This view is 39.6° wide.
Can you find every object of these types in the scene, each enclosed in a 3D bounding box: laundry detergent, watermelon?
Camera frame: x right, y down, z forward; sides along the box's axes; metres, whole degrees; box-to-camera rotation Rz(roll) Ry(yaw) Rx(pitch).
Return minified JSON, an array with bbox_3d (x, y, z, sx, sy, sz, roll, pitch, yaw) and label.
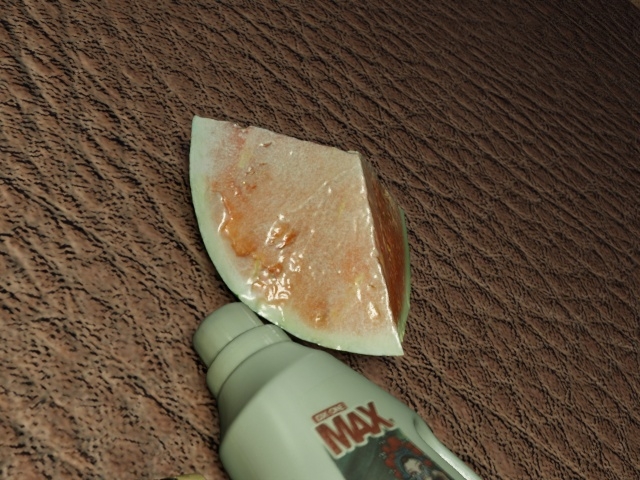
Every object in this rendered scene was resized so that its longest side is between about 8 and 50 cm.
[{"bbox_3d":[0.036,0.207,0.744,0.264,0.125,0.398,-3,41,-49],"label":"laundry detergent"},{"bbox_3d":[0.000,0.000,0.905,0.255,0.176,0.260,5,73,-25],"label":"watermelon"}]

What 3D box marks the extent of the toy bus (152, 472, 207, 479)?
[{"bbox_3d":[-0.110,0.296,0.520,0.157,0.139,0.290,-3,72,-36],"label":"toy bus"}]
